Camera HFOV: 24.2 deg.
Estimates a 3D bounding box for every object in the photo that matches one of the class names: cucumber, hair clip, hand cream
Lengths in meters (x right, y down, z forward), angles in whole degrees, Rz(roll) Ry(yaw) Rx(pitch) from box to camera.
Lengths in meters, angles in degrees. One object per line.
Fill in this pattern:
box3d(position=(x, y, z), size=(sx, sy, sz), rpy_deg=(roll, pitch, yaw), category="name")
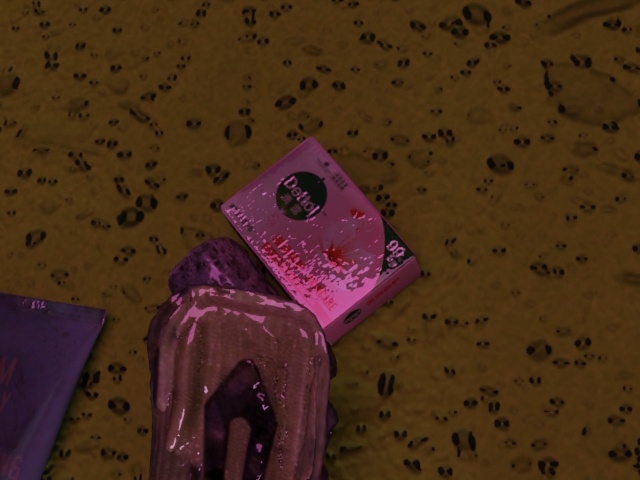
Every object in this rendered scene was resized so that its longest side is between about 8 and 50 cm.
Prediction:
box3d(position=(-0.054, 0.053, 1.046), size=(0.064, 0.064, 0.112), rpy_deg=(-40, 70, -5), category="cucumber")
box3d(position=(-0.061, 0.190, 0.978), size=(0.138, 0.091, 0.321), rpy_deg=(12, 94, 13), category="hair clip")
box3d(position=(-0.241, 0.180, 1.037), size=(0.111, 0.070, 0.312), rpy_deg=(7, 69, 15), category="hand cream")

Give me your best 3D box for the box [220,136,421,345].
box3d(position=(0.000, 0.000, 1.064), size=(0.089, 0.043, 0.125), rpy_deg=(-39, 70, -5), category="box")
